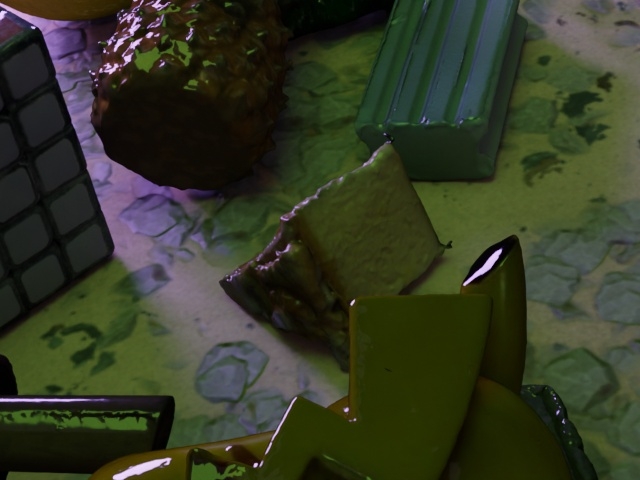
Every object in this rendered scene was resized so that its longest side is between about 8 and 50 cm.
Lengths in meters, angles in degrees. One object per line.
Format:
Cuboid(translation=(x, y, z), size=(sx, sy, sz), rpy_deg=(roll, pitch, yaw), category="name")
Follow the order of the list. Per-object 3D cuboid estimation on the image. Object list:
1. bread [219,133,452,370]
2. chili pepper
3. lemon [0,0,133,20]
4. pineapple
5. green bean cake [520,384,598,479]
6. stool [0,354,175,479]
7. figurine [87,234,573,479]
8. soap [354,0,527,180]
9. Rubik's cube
Cuboid(translation=(0.000, 0.000, 1.208), size=(0.147, 0.127, 0.152), rpy_deg=(-42, 32, -26), category="bread")
Cuboid(translation=(0.056, -0.238, 1.464), size=(0.224, 0.061, 0.098), rpy_deg=(-13, 37, 5), category="chili pepper")
Cuboid(translation=(-0.228, -0.342, 1.499), size=(0.293, 0.293, 0.293), rpy_deg=(-8, 43, 7), category="lemon")
Cuboid(translation=(-0.085, -0.211, 1.376), size=(0.169, 0.169, 0.340), rpy_deg=(2, 54, 17), category="pineapple")
Cuboid(translation=(0.089, 0.184, 1.000), size=(0.183, 0.094, 0.185), rpy_deg=(-15, 38, 1), category="green bean cake")
Cuboid(translation=(-0.205, 0.194, 0.961), size=(0.178, 0.272, 0.272), rpy_deg=(16, 49, 8), category="stool")
Cuboid(translation=(0.020, 0.141, 0.837), size=(0.326, 0.169, 0.218), rpy_deg=(-15, 75, -26), category="figurine")
Cuboid(translation=(0.105, -0.139, 1.344), size=(0.114, 0.063, 0.198), rpy_deg=(2, 45, 19), category="soap")
Cuboid(translation=(-0.341, -0.057, 1.258), size=(0.238, 0.237, 0.237), rpy_deg=(-37, 49, -23), category="Rubik's cube")
